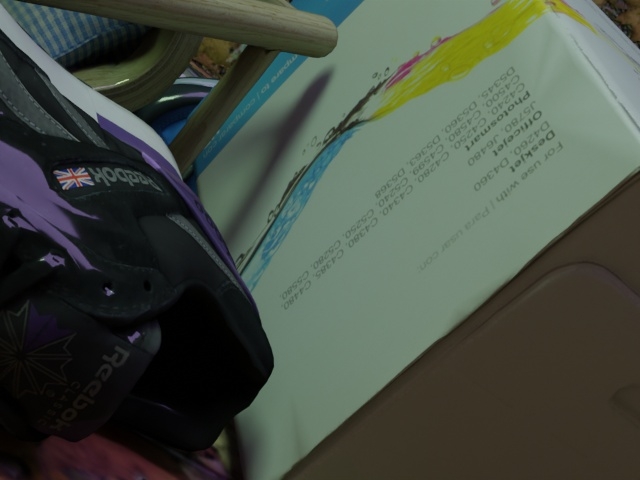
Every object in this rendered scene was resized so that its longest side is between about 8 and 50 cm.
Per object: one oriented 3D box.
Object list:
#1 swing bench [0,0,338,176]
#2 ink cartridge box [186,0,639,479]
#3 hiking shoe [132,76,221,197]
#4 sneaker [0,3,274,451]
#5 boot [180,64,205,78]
[{"bbox_3d":[-0.173,-0.131,0.468,0.253,0.165,0.254,42,8,30],"label":"swing bench"},{"bbox_3d":[0.083,0.001,0.522,0.198,0.197,0.270,34,24,-31],"label":"ink cartridge box"},{"bbox_3d":[0.000,0.000,0.735,0.304,0.113,0.132,32,13,-20],"label":"hiking shoe"},{"bbox_3d":[-0.099,-0.009,0.319,0.124,0.107,0.283,49,11,31],"label":"sneaker"},{"bbox_3d":[-0.195,-0.127,0.787,0.246,0.083,0.161,33,13,2],"label":"boot"}]
